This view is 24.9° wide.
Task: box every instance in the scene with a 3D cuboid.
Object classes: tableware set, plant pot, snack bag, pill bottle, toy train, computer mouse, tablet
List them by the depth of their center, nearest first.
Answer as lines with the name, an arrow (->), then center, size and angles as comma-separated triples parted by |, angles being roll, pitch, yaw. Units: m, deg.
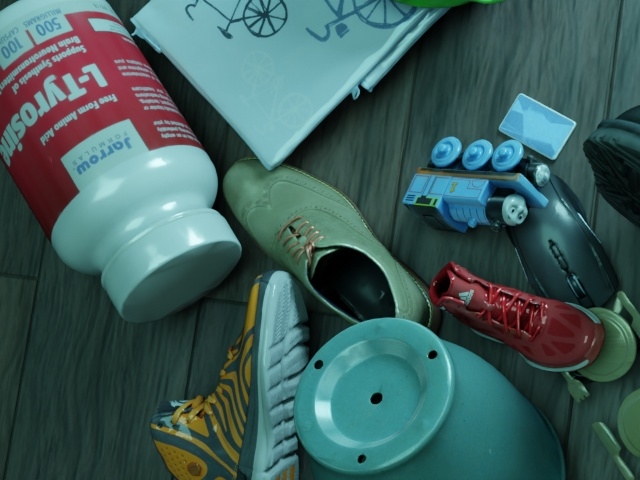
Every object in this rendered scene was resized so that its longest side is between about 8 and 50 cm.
plant pot -> 0.101, 0.222, 1.590 | 0.272, 0.255, 0.271 | -15, 52, 20
tableware set -> 0.353, 0.161, 1.644 | 0.128, 0.039, 0.194 | -39, 75, 31
computer mouse -> 0.323, 0.019, 1.693 | 0.184, 0.060, 0.262 | -25, 73, 16
toy train -> 0.188, -0.062, 1.723 | 0.184, 0.080, 0.105 | 8, 68, 48
tablet -> 0.265, -0.139, 1.772 | 0.083, 0.006, 0.054 | 32, 93, 24
pill bottle -> -0.277, -0.106, 1.854 | 0.229, 0.229, 0.407 | -38, 70, 11
snack bag -> -0.038, -0.296, 1.855 | 0.342, 0.037, 0.323 | -46, 68, 7

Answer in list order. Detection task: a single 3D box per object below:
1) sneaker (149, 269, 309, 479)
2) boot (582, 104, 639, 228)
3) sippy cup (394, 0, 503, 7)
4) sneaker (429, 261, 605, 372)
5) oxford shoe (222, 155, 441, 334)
sneaker -> -0.120, 0.187, 1.775 | 0.180, 0.124, 0.321 | 9, 98, 24
boot -> 0.467, -0.218, 1.511 | 0.146, 0.367, 0.445 | 40, 91, 6
sippy cup -> 0.138, -0.433, 1.707 | 0.306, 0.224, 0.240 | 14, 55, 0
sneaker -> 0.207, 0.087, 1.647 | 0.221, 0.128, 0.087 | 11, 81, 51
oxford shoe -> 0.000, 0.000, 1.782 | 0.348, 0.130, 0.123 | 37, 95, 22
